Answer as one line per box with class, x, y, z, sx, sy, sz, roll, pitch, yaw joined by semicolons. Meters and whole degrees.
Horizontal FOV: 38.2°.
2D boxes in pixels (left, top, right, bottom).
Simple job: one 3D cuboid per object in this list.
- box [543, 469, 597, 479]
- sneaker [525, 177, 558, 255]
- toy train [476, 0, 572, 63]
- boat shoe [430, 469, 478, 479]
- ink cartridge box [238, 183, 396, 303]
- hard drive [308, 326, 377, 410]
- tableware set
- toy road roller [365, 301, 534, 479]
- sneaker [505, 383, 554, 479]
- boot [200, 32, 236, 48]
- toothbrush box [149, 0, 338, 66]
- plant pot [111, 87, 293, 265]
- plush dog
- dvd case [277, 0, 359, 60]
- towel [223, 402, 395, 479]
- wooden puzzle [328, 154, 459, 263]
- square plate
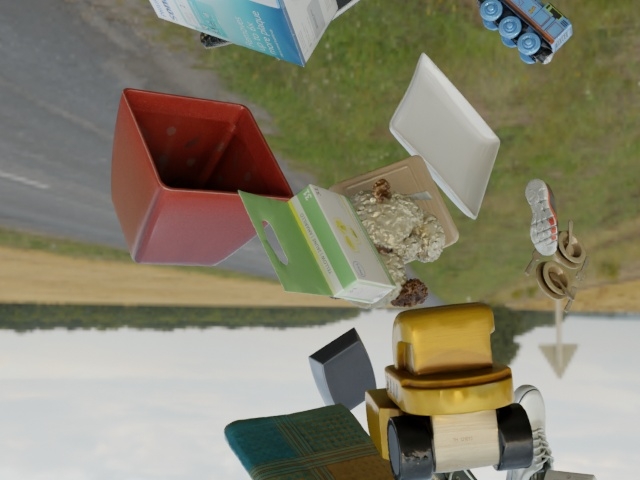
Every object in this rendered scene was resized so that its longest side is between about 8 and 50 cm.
box;0.428;0.504;1.589;0.091;0.170;0.130;-4;132;41
sneaker;0.462;-0.048;1.873;0.061;0.158;0.064;-11;172;42
toy train;0.376;-0.409;1.712;0.105;0.184;0.080;-45;164;7
boat shoe;0.271;0.496;1.887;0.116;0.319;0.099;-43;-164;-10
ink cartridge box;0.000;0.000;1.319;0.056;0.171;0.235;-36;156;21
hard drive;0.071;0.376;2.581;0.172;0.255;0.054;-31;-139;-14
tableware set;0.502;0.045;1.902;0.039;0.128;0.194;-41;-172;46
toy road roller;0.184;0.212;1.401;0.202;0.241;0.329;-5;-179;-6
sneaker;0.426;0.417;1.838;0.094;0.258;0.091;-7;-169;-28
boot;-0.195;-0.415;1.884;0.137;0.077;0.198;-19;-164;15
toothbrush box;-0.143;-0.417;1.427;0.295;0.126;0.216;24;162;21
plant pot;-0.252;-0.096;1.733;0.267;0.267;0.236;2;135;-35
plush dog;0.106;0.022;1.764;0.262;0.226;0.211;8;161;5
dvd case;-0.031;-0.459;1.627;0.238;0.179;0.029;-38;-167;-8
towel;0.015;0.422;1.626;0.271;0.040;0.370;-3;-152;-30
wooden puzzle;0.159;-0.055;2.046;0.238;0.221;0.044;-22;170;-17
square plate;0.322;-0.272;2.411;0.344;0.347;0.049;45;133;-19
